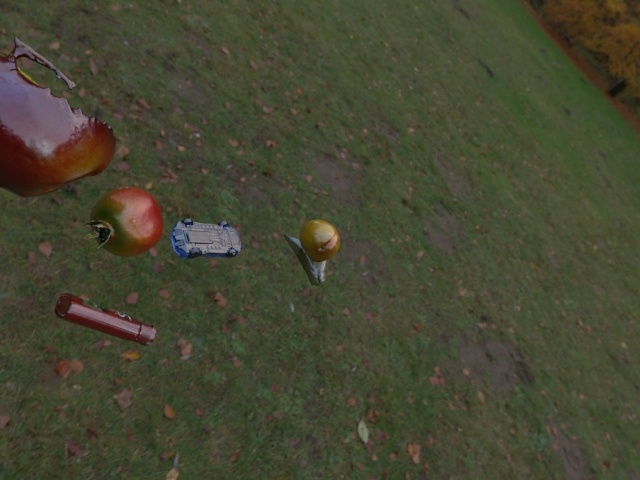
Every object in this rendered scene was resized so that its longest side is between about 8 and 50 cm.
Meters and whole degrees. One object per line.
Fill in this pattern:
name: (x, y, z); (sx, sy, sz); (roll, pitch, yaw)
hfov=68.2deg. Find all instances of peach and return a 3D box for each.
peach: (-0.754, -0.279, 1.200); (0.406, 0.335, 0.310); (45, 72, -33)
peach: (0.000, 0.000, 1.544); (0.138, 0.138, 0.138); (27, 40, -26)

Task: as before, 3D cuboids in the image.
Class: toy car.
toy car: (-0.298, 0.002, 1.242); (0.216, 0.063, 0.103); (4, 61, -54)

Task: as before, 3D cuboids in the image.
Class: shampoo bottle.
shampoo bottle: (-0.672, 0.257, 1.502); (0.314, 0.118, 0.076); (35, 72, -42)

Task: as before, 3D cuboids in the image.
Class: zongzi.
zongzi: (-0.056, 0.068, 1.630); (0.176, 0.078, 0.160); (16, 58, -12)

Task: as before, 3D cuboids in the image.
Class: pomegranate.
pomegranate: (-0.623, -0.054, 1.489); (0.221, 0.221, 0.257); (50, 28, 4)

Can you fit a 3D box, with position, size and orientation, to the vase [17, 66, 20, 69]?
vase: (-0.957, -0.462, 1.420); (0.143, 0.143, 0.299); (11, 15, -40)
